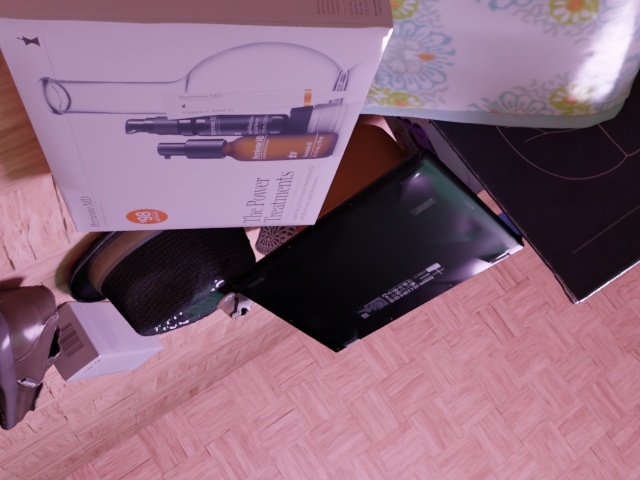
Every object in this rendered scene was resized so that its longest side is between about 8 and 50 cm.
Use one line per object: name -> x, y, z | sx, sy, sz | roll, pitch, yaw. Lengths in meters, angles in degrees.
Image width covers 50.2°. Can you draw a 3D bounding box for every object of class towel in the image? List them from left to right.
towel -> 0.121, -0.223, 0.640 | 0.375, 0.090, 0.320 | 3, 159, 12

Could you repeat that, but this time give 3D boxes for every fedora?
fedora -> -0.227, 0.047, 1.114 | 0.334, 0.152, 0.334 | -34, 167, -9

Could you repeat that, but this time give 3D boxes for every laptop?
laptop -> 0.124, -0.004, 1.161 | 0.382, 0.236, 0.408 | -34, 129, 26

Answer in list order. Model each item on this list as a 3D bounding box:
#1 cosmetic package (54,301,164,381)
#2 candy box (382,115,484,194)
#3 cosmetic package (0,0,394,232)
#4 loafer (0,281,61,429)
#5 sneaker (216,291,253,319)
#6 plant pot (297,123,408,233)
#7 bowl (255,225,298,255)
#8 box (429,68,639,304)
cosmetic package -> -0.394, 0.179, 1.244 | 0.085, 0.117, 0.231 | -37, 166, 8
candy box -> 0.203, -0.172, 1.226 | 0.070, 0.165, 0.196 | -35, -154, -3
cosmetic package -> -0.117, -0.122, 0.658 | 0.284, 0.097, 0.377 | 0, 158, -10
loafer -> -0.457, 0.185, 1.056 | 0.130, 0.134, 0.366 | -27, 165, -34
sneaker -> -0.131, 0.105, 1.143 | 0.040, 0.044, 0.109 | -52, 168, 26
plant pot -> 0.070, -0.074, 1.246 | 0.291, 0.203, 0.291 | -21, 161, -8
bowl -> -0.053, -0.032, 1.385 | 0.170, 0.080, 0.170 | -4, -159, 2
box -> 0.383, -0.258, 0.870 | 0.480, 0.471, 0.297 | -40, 166, 22
